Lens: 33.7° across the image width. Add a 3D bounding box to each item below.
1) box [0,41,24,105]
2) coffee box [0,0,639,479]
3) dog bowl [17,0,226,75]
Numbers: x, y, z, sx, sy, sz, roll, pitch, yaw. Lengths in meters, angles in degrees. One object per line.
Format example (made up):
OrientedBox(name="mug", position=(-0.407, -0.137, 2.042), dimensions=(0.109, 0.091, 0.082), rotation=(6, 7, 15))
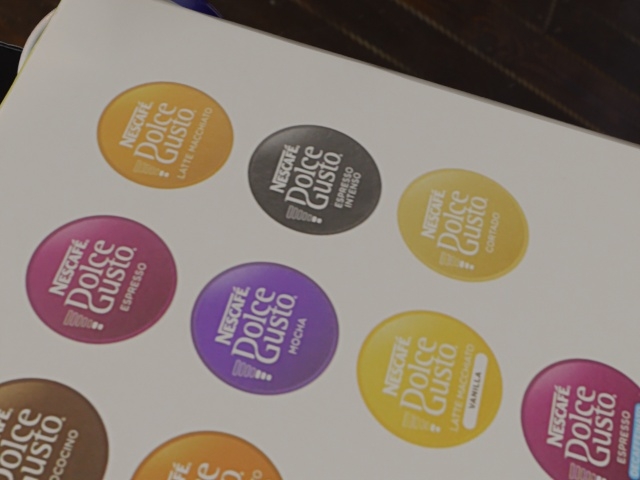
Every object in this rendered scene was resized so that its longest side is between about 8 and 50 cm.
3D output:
OrientedBox(name="box", position=(-0.576, -0.012, 1.752), dimensions=(0.297, 0.472, 0.479), rotation=(12, 68, -45))
OrientedBox(name="coffee box", position=(-0.015, 0.156, 0.477), dimensions=(0.334, 0.338, 0.337), rotation=(17, 57, 0))
OrientedBox(name="dog bowl", position=(-0.219, -0.177, 1.265), dimensions=(0.265, 0.265, 0.104), rotation=(43, 26, -12))
